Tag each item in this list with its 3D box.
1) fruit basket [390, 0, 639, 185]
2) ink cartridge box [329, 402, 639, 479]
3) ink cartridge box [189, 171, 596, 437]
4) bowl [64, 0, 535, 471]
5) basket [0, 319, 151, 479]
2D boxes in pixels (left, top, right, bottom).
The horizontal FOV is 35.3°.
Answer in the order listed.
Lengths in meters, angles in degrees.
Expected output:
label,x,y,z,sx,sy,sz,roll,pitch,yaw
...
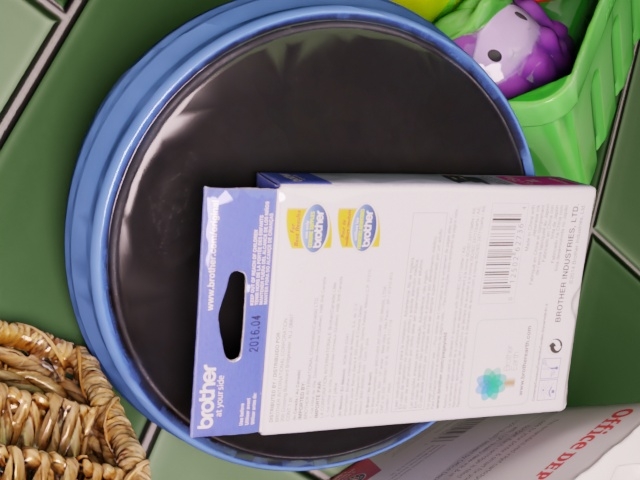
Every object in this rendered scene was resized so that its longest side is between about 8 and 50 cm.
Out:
label,x,y,z,sx,sy,sz,roll,pitch,yaw
fruit basket,0.150,-0.263,0.990,0.392,0.283,0.392,0,90,-53
ink cartridge box,0.144,0.231,0.844,0.207,0.283,0.117,-23,95,-40
ink cartridge box,0.052,0.044,0.749,0.311,0.065,0.186,-1,105,-24
bowl,0.000,0.000,0.794,0.391,0.077,0.391,-6,106,-20
basket,-0.245,0.127,0.585,0.299,0.213,0.223,24,69,-35
